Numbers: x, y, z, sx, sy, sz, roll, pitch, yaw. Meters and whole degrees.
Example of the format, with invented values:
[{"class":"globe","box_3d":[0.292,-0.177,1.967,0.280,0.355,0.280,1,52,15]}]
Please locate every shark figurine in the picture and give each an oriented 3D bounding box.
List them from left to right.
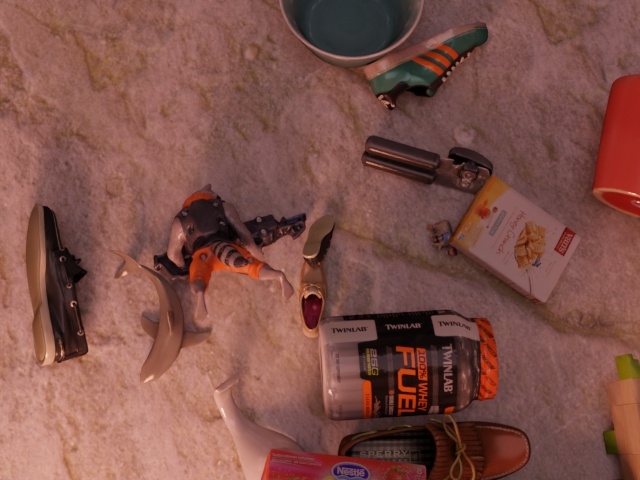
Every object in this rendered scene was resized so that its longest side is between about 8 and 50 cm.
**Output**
[{"class":"shark figurine","box_3d":[-0.328,0.137,1.862,0.166,0.116,0.278,-16,79,-6]}]

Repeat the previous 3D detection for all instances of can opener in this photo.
[{"class":"can opener","box_3d":[0.236,-0.174,1.982,0.283,0.076,0.095,17,44,4]}]

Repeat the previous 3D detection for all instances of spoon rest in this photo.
[{"class":"spoon rest","box_3d":[-0.122,0.402,1.815,0.137,0.084,0.276,-32,86,-31]}]

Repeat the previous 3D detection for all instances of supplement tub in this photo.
[{"class":"supplement tub","box_3d":[0.168,0.244,1.793,0.338,0.207,0.207,-4,76,-2]}]

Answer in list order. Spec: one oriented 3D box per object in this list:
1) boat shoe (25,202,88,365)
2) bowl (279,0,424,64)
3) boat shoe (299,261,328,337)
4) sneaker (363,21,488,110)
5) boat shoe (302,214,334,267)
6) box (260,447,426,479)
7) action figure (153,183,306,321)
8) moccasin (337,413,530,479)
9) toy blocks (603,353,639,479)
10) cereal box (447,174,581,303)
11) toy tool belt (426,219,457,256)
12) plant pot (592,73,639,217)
[{"class":"boat shoe","box_3d":[-0.537,0.086,1.874,0.113,0.127,0.340,0,65,-31]},{"class":"bowl","box_3d":[0.064,-0.508,2.004,0.311,0.163,0.312,0,76,-1]},{"class":"boat shoe","box_3d":[-0.014,0.116,1.897,0.063,0.059,0.170,-3,74,0]},{"class":"sneaker","box_3d":[0.250,-0.385,2.015,0.302,0.108,0.121,-25,93,-9]},{"class":"boat shoe","box_3d":[-0.002,0.000,1.927,0.049,0.042,0.133,3,47,24]},{"class":"box","box_3d":[0.037,0.495,1.675,0.299,0.154,0.142,8,51,-6]},{"class":"action figure","box_3d":[-0.172,-0.006,1.845,0.341,0.179,0.330,-23,46,-14]},{"class":"moccasin","box_3d":[0.225,0.413,1.781,0.380,0.147,0.139,4,76,0]},{"class":"toy blocks","box_3d":[0.731,0.409,1.794,0.260,0.191,0.381,-4,76,-14]},{"class":"cereal box","box_3d":[0.412,-0.001,1.916,0.240,0.047,0.173,34,76,-5]},{"class":"toy tool belt","box_3d":[0.259,-0.001,1.942,0.051,0.052,0.083,-17,76,22]},{"class":"plant pot","box_3d":[0.704,-0.179,1.894,0.275,0.275,0.243,22,85,4]}]
